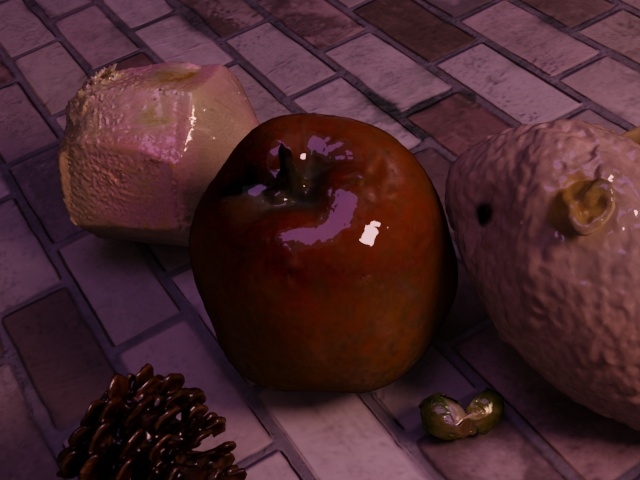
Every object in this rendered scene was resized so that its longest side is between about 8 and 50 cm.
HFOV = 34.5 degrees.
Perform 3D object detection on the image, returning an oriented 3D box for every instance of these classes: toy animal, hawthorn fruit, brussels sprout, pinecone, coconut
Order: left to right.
[{"bbox_3d":[-0.148,0.212,0.957,0.165,0.163,0.163,33,58,25],"label":"pinecone"},{"bbox_3d":[-0.183,-0.108,1.274,0.245,0.233,0.233,1,42,21],"label":"coconut"},{"bbox_3d":[0.000,0.000,1.035,0.268,0.300,0.267,-6,45,6],"label":"hawthorn fruit"},{"bbox_3d":[0.138,0.168,0.999,0.083,0.046,0.051,-10,47,4],"label":"brussels sprout"},{"bbox_3d":[0.262,0.032,0.944,0.358,0.226,0.188,50,48,8],"label":"toy animal"}]
